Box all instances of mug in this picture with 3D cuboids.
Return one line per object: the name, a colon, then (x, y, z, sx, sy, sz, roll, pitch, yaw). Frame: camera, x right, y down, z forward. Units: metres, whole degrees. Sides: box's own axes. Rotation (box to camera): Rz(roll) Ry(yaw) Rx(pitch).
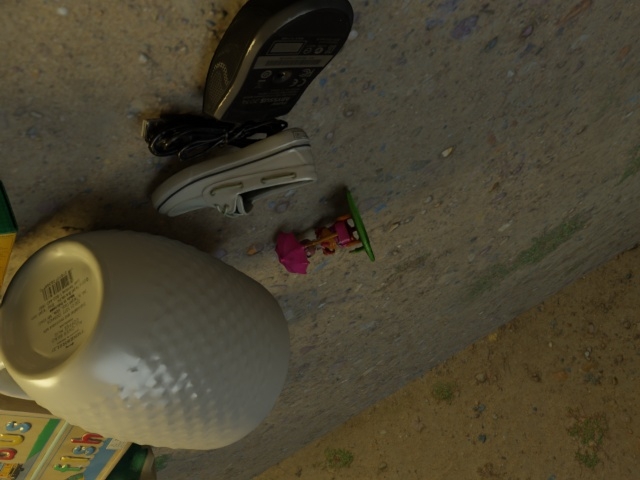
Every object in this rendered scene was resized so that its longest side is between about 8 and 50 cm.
mug: (-0.278, 0.144, 0.854, 0.374, 0.276, 0.328, -21, 153, 18)

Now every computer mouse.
computer mouse: (-0.073, -0.191, 0.689, 0.189, 0.072, 0.272, -11, 160, -42)

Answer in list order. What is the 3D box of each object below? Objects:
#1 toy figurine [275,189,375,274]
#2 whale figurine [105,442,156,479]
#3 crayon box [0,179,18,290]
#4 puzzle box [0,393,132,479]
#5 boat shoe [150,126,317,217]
toy figurine: (0.000, 0.000, 1.104, 0.159, 0.130, 0.173, -20, -179, 6)
whale figurine: (-0.443, 0.512, 1.385, 0.141, 0.271, 0.216, 24, 127, -23)
crayon box: (-0.464, 0.026, 0.616, 0.279, 0.081, 0.165, -7, 145, -42)
puzzle box: (-0.527, 0.411, 1.153, 0.272, 0.052, 0.408, 17, 126, -32)
boat shoe: (-0.111, -0.065, 0.791, 0.226, 0.075, 0.083, -22, 173, 20)
